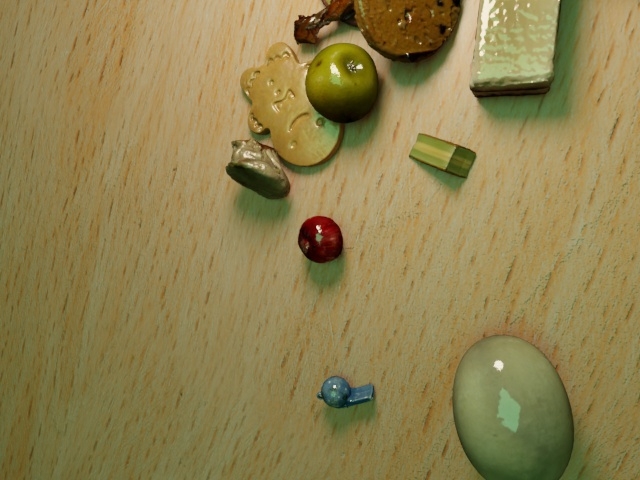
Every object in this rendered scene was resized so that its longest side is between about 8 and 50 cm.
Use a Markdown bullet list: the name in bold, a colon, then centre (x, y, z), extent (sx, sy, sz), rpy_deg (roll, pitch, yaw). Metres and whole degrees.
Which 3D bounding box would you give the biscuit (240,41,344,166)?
- **biscuit**: centre (-0.080, -0.367, 1.472), extent (0.275, 0.052, 0.355), rpy_deg (-33, 80, 20)

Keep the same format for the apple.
- **apple**: centre (0.057, -0.399, 1.342), extent (0.196, 0.157, 0.196), rpy_deg (4, 77, -15)

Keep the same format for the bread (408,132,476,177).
- **bread**: centre (0.305, -0.216, 1.344), extent (0.139, 0.084, 0.074), rpy_deg (33, 107, 49)

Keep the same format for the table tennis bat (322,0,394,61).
- **table tennis bat**: centre (0.131, -0.655, 1.373), extent (0.268, 0.051, 0.415), rpy_deg (-24, 81, 24)

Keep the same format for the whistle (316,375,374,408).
- **whistle**: centre (0.059, 0.405, 1.440), extent (0.158, 0.090, 0.090), rpy_deg (-22, 85, 22)

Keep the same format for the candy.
- **candy**: centre (0.447, -0.491, 1.207), extent (0.179, 0.135, 0.321), rpy_deg (7, 96, 20)

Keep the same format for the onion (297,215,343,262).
- **onion**: centre (0.000, 0.000, 1.422), extent (0.131, 0.131, 0.131), rpy_deg (1, 93, 22)

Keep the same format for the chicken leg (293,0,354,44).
- **chicken leg**: centre (0.045, -0.597, 1.352), extent (0.304, 0.093, 0.113), rpy_deg (-30, 91, 31)

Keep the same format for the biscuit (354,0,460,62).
- **biscuit**: centre (0.205, -0.573, 1.267), extent (0.295, 0.075, 0.296), rpy_deg (-4, 102, -19)

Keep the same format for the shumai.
- **shumai**: centre (-0.163, -0.202, 1.461), extent (0.201, 0.201, 0.120), rpy_deg (16, 74, 21)

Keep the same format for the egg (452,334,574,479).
- **egg**: centre (0.427, 0.388, 1.196), extent (0.258, 0.258, 0.352), rpy_deg (-10, 94, 22)
